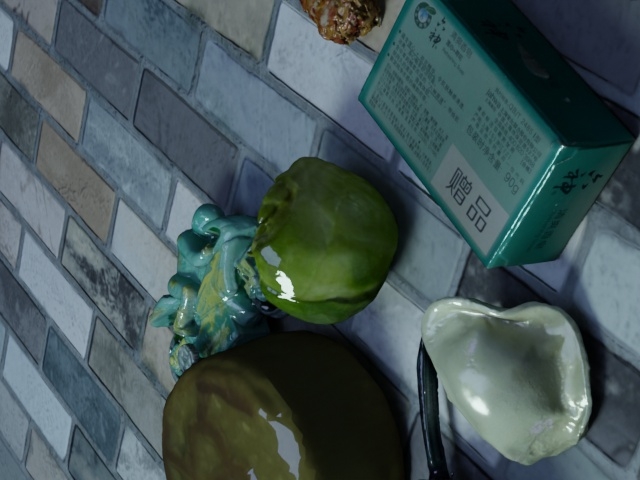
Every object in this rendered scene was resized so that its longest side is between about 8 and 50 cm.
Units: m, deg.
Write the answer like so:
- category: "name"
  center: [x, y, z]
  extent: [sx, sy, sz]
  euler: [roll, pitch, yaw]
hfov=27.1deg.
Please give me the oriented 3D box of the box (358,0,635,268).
- category: "box"
  center: [0.153, -0.113, 1.214]
  extent: [0.245, 0.092, 0.153]
  euler: [57, 137, 33]

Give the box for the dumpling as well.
- category: "dumpling"
  center: [0.177, 0.111, 1.209]
  extent: [0.134, 0.100, 0.169]
  euler: [-42, 63, 31]

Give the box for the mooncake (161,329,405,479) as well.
- category: "mooncake"
  center: [-0.052, 0.247, 1.470]
  extent: [0.284, 0.155, 0.284]
  euler: [19, 116, 45]

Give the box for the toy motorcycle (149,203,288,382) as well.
- category: "toy motorcycle"
  center: [-0.129, 0.061, 1.608]
  extent: [0.296, 0.109, 0.198]
  euler: [-50, 54, 42]

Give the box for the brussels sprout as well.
- category: "brussels sprout"
  center: [0.008, 0.002, 1.390]
  extent: [0.131, 0.145, 0.183]
  euler: [92, -165, -51]

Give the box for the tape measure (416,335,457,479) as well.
- category: "tape measure"
  center: [0.132, 0.277, 1.269]
  extent: [0.215, 0.098, 0.351]
  euler: [-153, 68, -74]

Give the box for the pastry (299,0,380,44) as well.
- category: "pastry"
  center: [0.012, -0.276, 1.413]
  extent: [0.087, 0.063, 0.169]
  euler: [-46, 53, 35]
